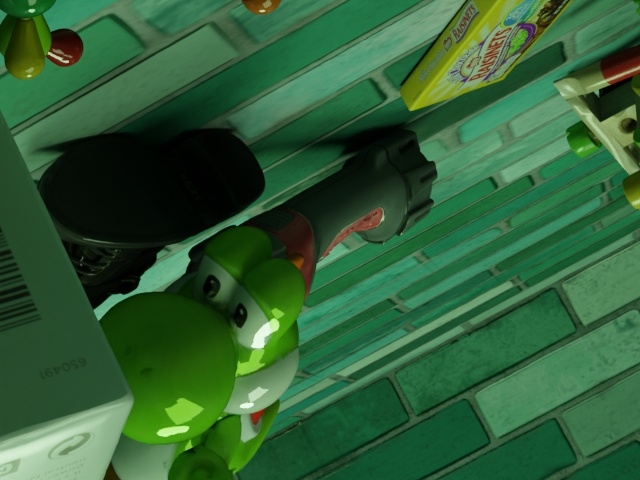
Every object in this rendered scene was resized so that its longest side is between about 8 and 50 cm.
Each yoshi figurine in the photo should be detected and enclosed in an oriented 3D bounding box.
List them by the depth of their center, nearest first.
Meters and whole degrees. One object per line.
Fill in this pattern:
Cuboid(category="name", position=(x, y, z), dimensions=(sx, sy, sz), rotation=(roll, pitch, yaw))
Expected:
Cuboid(category="yoshi figurine", position=(-0.127, 0.136, 1.346), dimensions=(0.203, 0.203, 0.362), rotation=(18, 135, -7))

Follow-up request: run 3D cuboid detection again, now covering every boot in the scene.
Cuboid(category="boot", position=(-0.179, 0.012, 1.369), dimensions=(0.229, 0.091, 0.263), rotation=(-35, 168, 30))

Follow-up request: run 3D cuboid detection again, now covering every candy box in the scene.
Cuboid(category="candy box", position=(0.146, -0.174, 1.449), dimensions=(0.105, 0.027, 0.206), rotation=(-18, 165, -25))

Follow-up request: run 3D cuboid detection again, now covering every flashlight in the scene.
Cuboid(category="flashlight", position=(0.000, 0.000, 1.544), dimensions=(0.103, 0.103, 0.304), rotation=(-34, 178, 37))

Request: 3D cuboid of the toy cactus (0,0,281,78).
Cuboid(category="toy cactus", position=(-0.117, -0.148, 0.864), dimensions=(0.219, 0.112, 0.180), rotation=(-26, 161, 39))

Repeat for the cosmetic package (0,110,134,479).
Cuboid(category="cosmetic package", position=(-0.266, 0.120, 1.097), dimensions=(0.161, 0.230, 0.453), rotation=(-18, 156, -25))

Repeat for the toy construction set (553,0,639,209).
Cuboid(category="toy construction set", position=(0.314, -0.118, 1.675), dimensions=(0.237, 0.257, 0.309), rotation=(-21, 152, 32))
